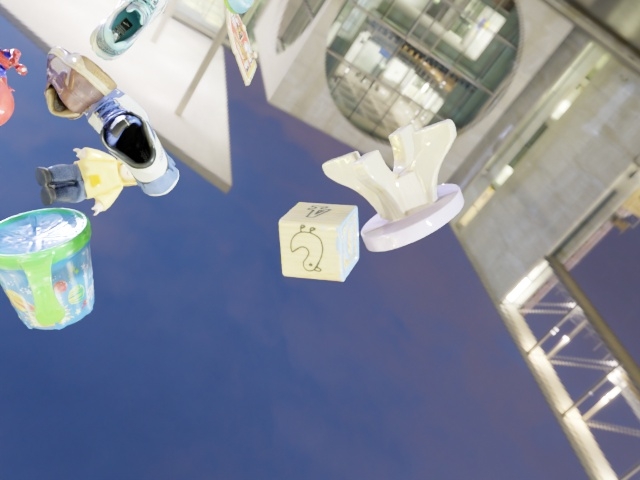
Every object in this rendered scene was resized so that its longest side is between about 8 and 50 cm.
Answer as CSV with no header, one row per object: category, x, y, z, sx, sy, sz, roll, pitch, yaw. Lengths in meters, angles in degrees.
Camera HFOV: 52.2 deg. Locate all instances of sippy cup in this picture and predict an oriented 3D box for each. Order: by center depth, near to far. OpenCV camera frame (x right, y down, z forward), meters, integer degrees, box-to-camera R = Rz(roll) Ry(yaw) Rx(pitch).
sippy cup,-0.624,0.074,1.493,0.240,0.224,0.305,4,-151,14

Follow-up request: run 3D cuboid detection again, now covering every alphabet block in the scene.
alphabet block,0.000,0.000,2.020,0.197,0.192,0.193,4,-159,18

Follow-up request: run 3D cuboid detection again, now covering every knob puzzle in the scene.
knob puzzle,-0.203,-0.526,1.712,0.213,0.030,0.213,-12,-90,-79

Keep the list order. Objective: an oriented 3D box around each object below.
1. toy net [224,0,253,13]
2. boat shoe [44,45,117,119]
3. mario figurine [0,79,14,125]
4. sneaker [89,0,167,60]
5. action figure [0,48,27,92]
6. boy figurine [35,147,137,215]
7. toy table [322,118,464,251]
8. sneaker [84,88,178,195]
toy net,-0.131,-0.577,1.346,0.045,0.232,0.122,11,147,38
boat shoe,-0.532,-0.320,1.373,0.123,0.123,0.342,41,171,-37
mario figurine,-0.663,-0.220,1.179,0.170,0.320,0.198,-41,-88,-29
sneaker,-0.433,-0.552,1.567,0.110,0.282,0.122,35,168,-31
action figure,-0.913,-0.507,1.814,0.139,0.092,0.280,59,-170,20
boy figurine,-0.583,-0.156,1.706,0.285,0.177,0.092,-14,-170,-38
toy table,0.141,-0.103,1.167,0.160,0.252,0.274,67,-160,-12
sneaker,-0.450,-0.263,1.508,0.315,0.127,0.182,51,171,16
